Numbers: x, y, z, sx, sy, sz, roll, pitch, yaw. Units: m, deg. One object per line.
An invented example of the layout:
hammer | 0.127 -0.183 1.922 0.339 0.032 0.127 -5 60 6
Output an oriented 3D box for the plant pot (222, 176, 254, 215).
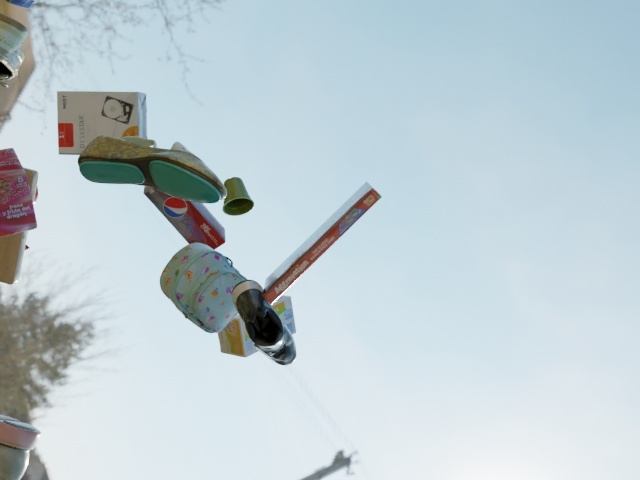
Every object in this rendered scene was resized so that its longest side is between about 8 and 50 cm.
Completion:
plant pot | -0.219 -0.119 1.936 0.083 0.083 0.079 117 -37 -54

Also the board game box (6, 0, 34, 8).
board game box | -0.391 -0.464 1.019 0.165 0.042 0.243 47 -74 15

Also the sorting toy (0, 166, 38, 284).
sorting toy | -0.761 -0.059 1.692 0.089 0.255 0.257 -23 127 -80

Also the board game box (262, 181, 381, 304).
board game box | 0.000 0.000 1.418 0.027 0.281 0.145 45 5 -9

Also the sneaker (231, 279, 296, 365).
sneaker | -0.102 0.187 1.477 0.234 0.078 0.106 65 -3 -39

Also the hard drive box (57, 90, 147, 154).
hard drive box | -0.616 -0.330 2.128 0.089 0.232 0.181 -65 155 -82

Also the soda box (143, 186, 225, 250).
soda box | -0.378 -0.080 2.114 0.263 0.092 0.083 52 10 -29

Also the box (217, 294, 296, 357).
box | -0.176 0.229 2.059 0.103 0.203 0.114 3 -73 42

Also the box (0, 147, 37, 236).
box | -0.664 -0.069 1.359 0.128 0.256 0.123 44 -39 48

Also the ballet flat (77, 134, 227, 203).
ballet flat | -0.354 -0.167 1.624 0.348 0.123 0.123 10 -57 14

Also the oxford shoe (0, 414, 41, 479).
oxford shoe | -0.717 0.352 1.345 0.140 0.396 0.147 89 17 -76

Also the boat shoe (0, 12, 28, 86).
boat shoe | -0.654 -0.368 1.500 0.285 0.104 0.089 -13 -122 65

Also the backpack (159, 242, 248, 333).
backpack | -0.257 0.103 1.685 0.188 0.166 0.144 49 -12 -33
